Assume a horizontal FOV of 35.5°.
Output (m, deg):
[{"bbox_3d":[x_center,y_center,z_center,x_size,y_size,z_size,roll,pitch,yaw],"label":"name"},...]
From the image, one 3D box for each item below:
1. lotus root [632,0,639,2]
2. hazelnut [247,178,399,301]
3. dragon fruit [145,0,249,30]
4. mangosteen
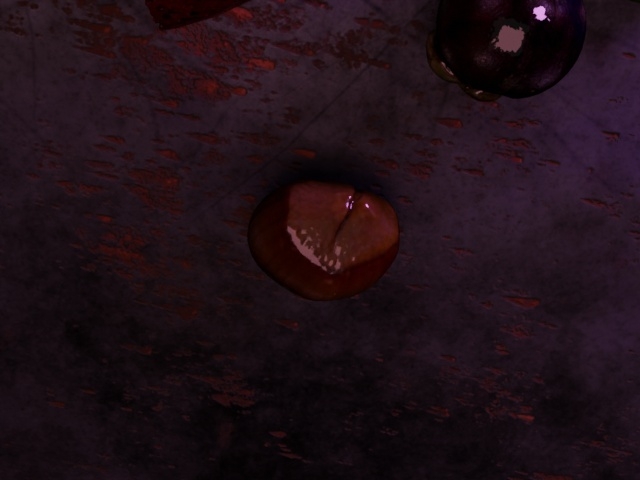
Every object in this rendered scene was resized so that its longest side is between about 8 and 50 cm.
[{"bbox_3d":[0.429,-0.348,1.197,0.186,0.186,0.186,2,121,3],"label":"lotus root"},{"bbox_3d":[0.001,-0.003,1.443,0.212,0.181,0.181,24,91,-12],"label":"hazelnut"},{"bbox_3d":[-0.162,-0.423,1.134,0.302,0.240,0.330,-14,104,29],"label":"dragon fruit"},{"bbox_3d":[0.224,-0.257,1.266,0.194,0.194,0.230,31,143,-14],"label":"mangosteen"}]
